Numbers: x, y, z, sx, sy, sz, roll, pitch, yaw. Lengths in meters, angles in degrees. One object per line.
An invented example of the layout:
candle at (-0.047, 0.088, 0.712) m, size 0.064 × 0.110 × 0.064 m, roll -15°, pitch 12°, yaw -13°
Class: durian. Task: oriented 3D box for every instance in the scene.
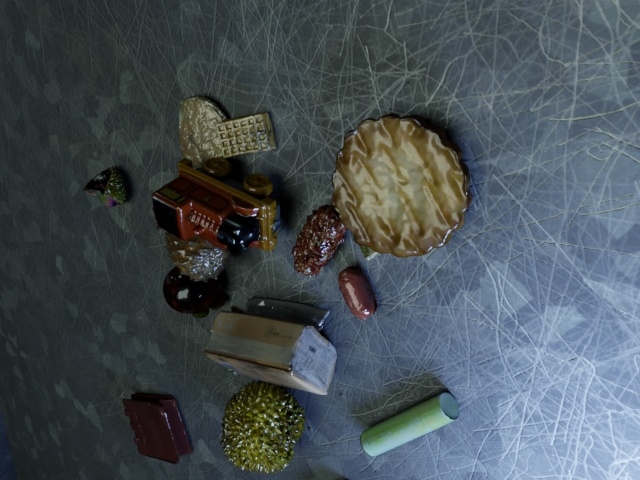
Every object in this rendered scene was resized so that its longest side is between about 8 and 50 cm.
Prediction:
durian at (-0.165, 0.559, 1.545) m, size 0.258 × 0.258 × 0.292 m, roll 18°, pitch 121°, yaw 29°
durian at (-0.698, -0.172, 1.752) m, size 0.187 × 0.119 × 0.108 m, roll 8°, pitch 149°, yaw 44°

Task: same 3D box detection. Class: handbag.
handbag at (-0.637, 0.720, 2.018) m, size 0.276 × 0.084 × 0.259 m, roll -9°, pitch 102°, yaw 37°

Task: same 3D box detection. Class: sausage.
sausage at (0.092, 0.130, 1.315) m, size 0.076 × 0.076 × 0.141 m, roll -22°, pitch 95°, yaw 38°

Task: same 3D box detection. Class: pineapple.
pineapple at (-0.399, -0.026, 1.539) m, size 0.361 × 0.175 × 0.175 m, roll 46°, pitch 129°, yaw 38°

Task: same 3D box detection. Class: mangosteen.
mangosteen at (-0.384, 0.157, 1.604) m, size 0.200 × 0.200 × 0.199 m, roll 12°, pitch 113°, yaw 31°

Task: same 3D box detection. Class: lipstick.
lipstick at (0.222, 0.481, 1.351) m, size 0.304 × 0.076 × 0.076 m, roll -41°, pitch 82°, yaw 37°

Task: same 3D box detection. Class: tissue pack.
tissue pack at (-0.122, 0.275, 1.456) m, size 0.306 × 0.239 × 0.238 m, roll 3°, pitch 108°, yaw 34°

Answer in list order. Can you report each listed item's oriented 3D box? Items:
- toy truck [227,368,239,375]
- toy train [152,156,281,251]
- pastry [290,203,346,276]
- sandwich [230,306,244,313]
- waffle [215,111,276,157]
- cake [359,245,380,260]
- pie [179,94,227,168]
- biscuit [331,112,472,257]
toy truck at (-0.251, 0.369, 1.642) m, size 0.077 × 0.076 × 0.111 m, roll -19°, pitch 96°, yaw 17°
toy train at (-0.278, -0.088, 1.374) m, size 0.369 × 0.232 × 0.163 m, roll 26°, pitch 137°, yaw 24°
pastry at (-0.001, -0.001, 1.316) m, size 0.115 × 0.097 × 0.208 m, roll 45°, pitch 128°, yaw 23°
sandwich at (-0.256, 0.234, 1.613) m, size 0.044 × 0.083 × 0.030 m, roll 10°, pitch 114°, yaw -16°
waffle at (-0.196, -0.275, 1.370) m, size 0.148 × 0.042 × 0.102 m, roll -5°, pitch 104°, yaw 22°
cake at (0.111, -0.018, 1.281) m, size 0.051 × 0.055 × 0.140 m, roll -42°, pitch 63°, yaw 38°
pie at (-0.323, -0.292, 1.462) m, size 0.185 × 0.052 × 0.218 m, roll 17°, pitch 114°, yaw 29°
biscuit at (0.175, -0.120, 1.152) m, size 0.326 × 0.107 × 0.325 m, roll 14°, pitch 117°, yaw 29°
